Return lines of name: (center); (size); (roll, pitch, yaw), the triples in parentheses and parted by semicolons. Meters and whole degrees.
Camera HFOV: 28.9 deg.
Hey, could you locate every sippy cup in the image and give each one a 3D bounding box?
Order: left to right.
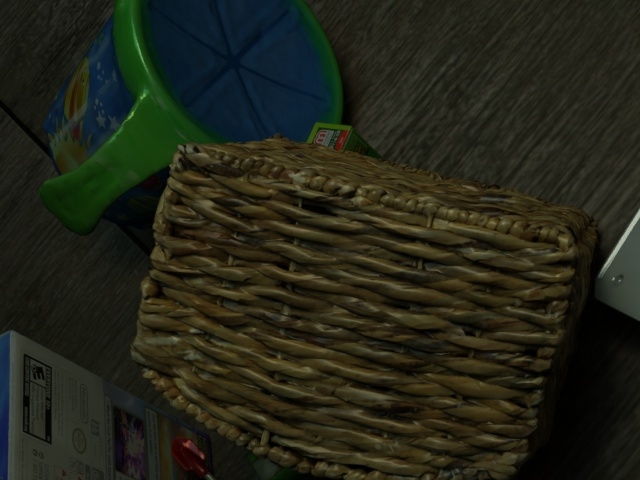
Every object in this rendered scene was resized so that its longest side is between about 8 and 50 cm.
sippy cup: (-0.136, -0.124, 1.161); (0.224, 0.305, 0.240); (-31, 70, 43)

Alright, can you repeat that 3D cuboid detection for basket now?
basket: (0.040, 0.053, 0.924); (0.299, 0.223, 0.213); (14, 99, 13)

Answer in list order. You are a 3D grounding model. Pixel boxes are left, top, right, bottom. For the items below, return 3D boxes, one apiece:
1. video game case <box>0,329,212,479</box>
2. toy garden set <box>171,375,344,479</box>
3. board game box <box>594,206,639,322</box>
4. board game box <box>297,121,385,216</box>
video game case: (-0.170, 0.236, 0.947); (0.061, 0.244, 0.269); (-27, 50, 23)
toy garden set: (-0.031, 0.203, 0.956); (0.204, 0.049, 0.244); (-40, 62, 11)
board game box: (0.387, -0.068, 0.748); (0.390, 0.050, 0.390); (-57, 26, 0)
board game box: (0.000, 0.000, 1.071); (0.043, 0.092, 0.181); (11, 71, 40)
